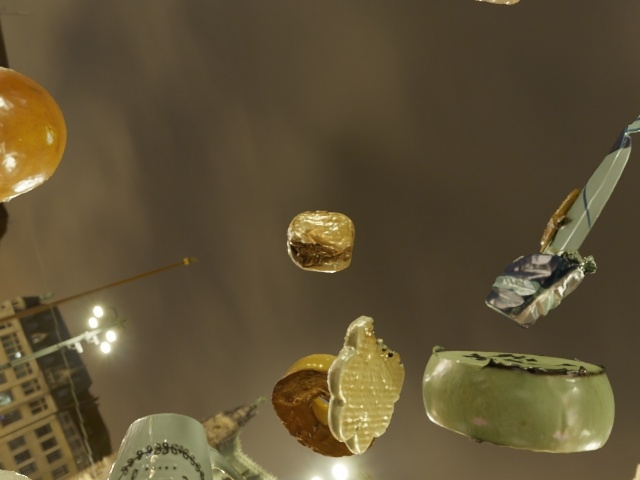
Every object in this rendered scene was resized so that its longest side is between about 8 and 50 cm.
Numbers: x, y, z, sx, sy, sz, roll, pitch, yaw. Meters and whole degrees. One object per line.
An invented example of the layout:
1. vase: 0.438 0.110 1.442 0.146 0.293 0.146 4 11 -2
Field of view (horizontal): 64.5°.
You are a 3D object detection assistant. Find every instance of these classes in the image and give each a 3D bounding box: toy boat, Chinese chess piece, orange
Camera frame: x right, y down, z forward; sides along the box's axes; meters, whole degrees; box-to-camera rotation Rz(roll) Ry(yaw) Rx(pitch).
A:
1. toy boat: 0.302 -0.027 0.581 0.067 0.220 0.291 38 -87 12
2. Chinese chess piece: 0.379 0.298 1.001 0.349 0.349 0.146 -3 -100 46
3. orange: -0.314 -0.090 0.459 0.156 0.156 0.124 15 -58 41

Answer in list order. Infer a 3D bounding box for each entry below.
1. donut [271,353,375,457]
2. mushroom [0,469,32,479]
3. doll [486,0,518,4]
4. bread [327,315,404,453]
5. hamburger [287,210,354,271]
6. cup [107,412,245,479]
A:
1. donut: 0.020 0.403 1.272 0.277 0.108 0.277 8 -62 15
2. mushroom: -0.566 0.487 0.789 0.260 0.234 0.254 -22 -59 19
3. doll: 0.231 -0.436 0.700 0.119 0.278 0.154 42 -71 36
4. bread: 0.068 0.237 0.806 0.039 0.182 0.251 12 -27 33
5. hamburger: 0.000 0.000 1.036 0.138 0.147 0.083 6 -54 -2
6. cup: -0.222 0.419 0.824 0.234 0.258 0.186 -97 -164 -46
